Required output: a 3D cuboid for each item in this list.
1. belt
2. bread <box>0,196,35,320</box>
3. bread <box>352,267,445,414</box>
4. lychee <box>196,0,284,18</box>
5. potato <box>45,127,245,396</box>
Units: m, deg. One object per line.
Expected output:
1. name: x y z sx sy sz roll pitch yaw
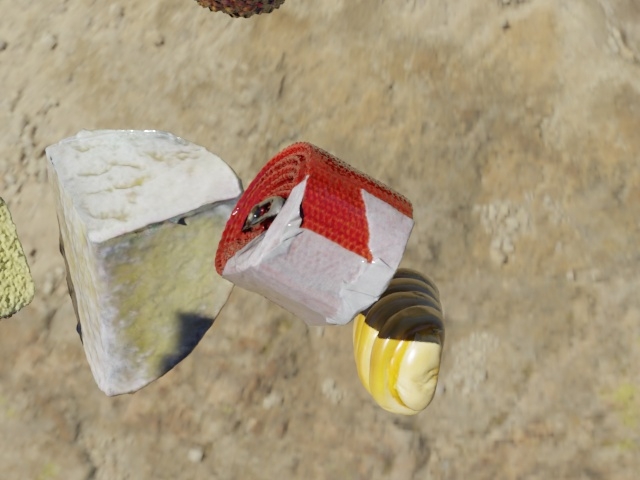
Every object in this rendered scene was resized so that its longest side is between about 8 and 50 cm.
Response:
1. belt: 0.000 0.000 1.226 0.124 0.201 0.128 28 78 -15
2. bread: -0.449 0.042 1.602 0.178 0.266 0.141 22 120 24
3. bread: 0.077 0.098 1.451 0.084 0.177 0.119 9 105 -5
4. lychee: -0.095 -0.331 1.577 0.188 0.188 0.188 2 115 5
5. potato: -0.201 0.017 1.754 0.189 0.211 0.264 -14 128 -21
